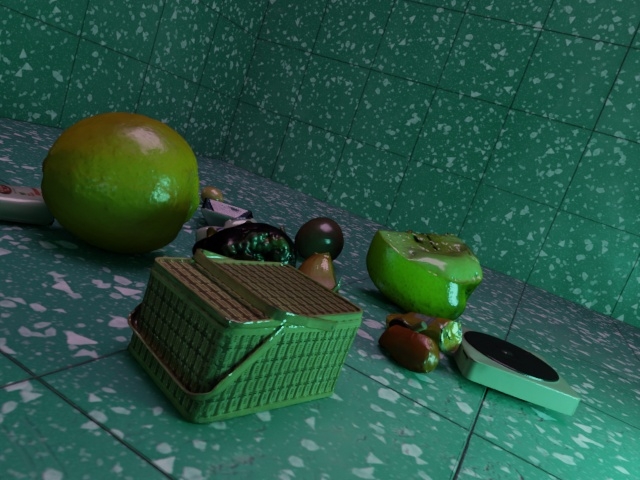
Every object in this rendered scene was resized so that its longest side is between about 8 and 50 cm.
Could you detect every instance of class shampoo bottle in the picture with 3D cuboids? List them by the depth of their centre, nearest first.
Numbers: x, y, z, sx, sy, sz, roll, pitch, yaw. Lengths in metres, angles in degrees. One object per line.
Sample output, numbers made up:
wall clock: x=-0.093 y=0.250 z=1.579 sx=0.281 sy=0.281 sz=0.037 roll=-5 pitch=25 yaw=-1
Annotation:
shampoo bottle: x=-0.751 y=-0.096 z=1.111 sx=0.284 sy=0.071 sz=0.153 roll=10 pitch=15 yaw=-44

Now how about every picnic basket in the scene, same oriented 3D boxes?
picnic basket: x=-0.113 y=0.134 z=0.797 sx=0.228 sy=0.175 sz=0.312 roll=29 pitch=14 yaw=40

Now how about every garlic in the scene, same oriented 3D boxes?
garlic: x=0.002 y=0.125 z=1.261 sx=0.115 sy=0.128 sz=0.207 roll=60 pitch=0 yaw=-25

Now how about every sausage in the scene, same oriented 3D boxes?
sausage: x=0.195 y=0.234 z=1.105 sx=0.089 sy=0.089 sz=0.179 roll=14 pitch=2 yaw=-29

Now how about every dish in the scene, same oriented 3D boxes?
dish: x=-0.329 y=-0.073 z=1.742 sx=0.181 sy=0.080 sz=0.243 roll=17 pitch=9 yaw=-14

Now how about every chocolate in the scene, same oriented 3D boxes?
chocolate: x=0.239 y=0.217 z=1.227 sx=0.085 sy=0.086 sz=0.219 roll=13 pitch=-6 yaw=-33

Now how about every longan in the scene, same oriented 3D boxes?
longan: x=0.000 y=0.000 z=1.745 sx=0.189 sy=0.189 sz=0.189 roll=19 pitch=10 yaw=-4

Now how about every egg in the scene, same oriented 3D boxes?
egg: x=-0.448 y=-0.179 z=2.081 sx=0.096 sy=0.080 sz=0.080 roll=34 pitch=16 yaw=25

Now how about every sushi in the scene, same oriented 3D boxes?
sushi: x=-0.159 y=0.058 z=1.066 sx=0.213 sy=0.200 sz=0.204 roll=-7 pitch=17 yaw=-12

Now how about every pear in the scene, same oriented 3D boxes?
pear: x=0.334 y=0.125 z=1.539 sx=0.342 sy=0.239 sz=0.318 roll=3 pitch=32 yaw=-28

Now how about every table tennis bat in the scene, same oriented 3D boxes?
table tennis bat: x=0.209 y=0.213 z=1.177 sx=0.087 sy=0.013 sz=0.156 roll=49 pitch=-25 yaw=5

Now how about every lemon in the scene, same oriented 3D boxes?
lemon: x=-0.449 y=-0.132 z=1.157 sx=0.347 sy=0.348 sz=0.348 roll=19 pitch=10 yaw=-4

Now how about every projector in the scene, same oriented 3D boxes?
projector: x=0.439 y=0.303 z=1.196 sx=0.259 sy=0.079 sz=0.257 roll=19 pitch=11 yaw=1

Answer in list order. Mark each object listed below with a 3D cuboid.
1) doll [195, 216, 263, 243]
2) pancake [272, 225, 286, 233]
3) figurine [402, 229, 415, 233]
doll: x=-0.235 y=-0.011 z=1.447 sx=0.252 sy=0.111 sz=0.237 roll=-9 pitch=6 yaw=-27
pancake: x=-0.124 y=0.001 z=1.511 sx=0.020 sy=0.184 sz=0.190 roll=-16 pitch=43 yaw=-15
figurine: x=0.349 y=0.081 z=1.830 sx=0.215 sy=0.228 sz=0.215 roll=4 pitch=8 yaw=-1
